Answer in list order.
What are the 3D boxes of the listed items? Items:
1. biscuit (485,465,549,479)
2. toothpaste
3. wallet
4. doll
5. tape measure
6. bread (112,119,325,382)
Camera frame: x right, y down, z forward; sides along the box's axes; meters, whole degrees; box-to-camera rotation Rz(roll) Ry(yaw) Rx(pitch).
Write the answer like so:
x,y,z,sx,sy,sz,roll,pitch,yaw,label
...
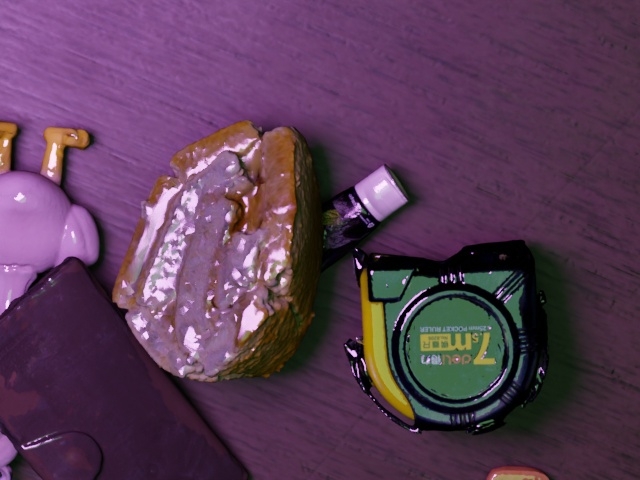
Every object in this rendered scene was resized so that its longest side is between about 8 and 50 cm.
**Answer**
x,y,z,sx,sy,sz,roll,pitch,yaw,label
0.195,0.347,1.941,0.144,0.040,0.236,3,102,-6,biscuit
0.000,0.000,1.877,0.193,0.045,0.071,-34,91,10,toothpaste
-0.210,0.177,1.848,0.165,0.042,0.309,-41,115,-16,wallet
-0.303,0.067,1.859,0.160,0.094,0.365,6,101,-11,doll
0.123,0.095,1.859,0.199,0.112,0.186,-2,92,6,tape measure
-0.094,0.006,1.821,0.186,0.124,0.257,16,92,19,bread
